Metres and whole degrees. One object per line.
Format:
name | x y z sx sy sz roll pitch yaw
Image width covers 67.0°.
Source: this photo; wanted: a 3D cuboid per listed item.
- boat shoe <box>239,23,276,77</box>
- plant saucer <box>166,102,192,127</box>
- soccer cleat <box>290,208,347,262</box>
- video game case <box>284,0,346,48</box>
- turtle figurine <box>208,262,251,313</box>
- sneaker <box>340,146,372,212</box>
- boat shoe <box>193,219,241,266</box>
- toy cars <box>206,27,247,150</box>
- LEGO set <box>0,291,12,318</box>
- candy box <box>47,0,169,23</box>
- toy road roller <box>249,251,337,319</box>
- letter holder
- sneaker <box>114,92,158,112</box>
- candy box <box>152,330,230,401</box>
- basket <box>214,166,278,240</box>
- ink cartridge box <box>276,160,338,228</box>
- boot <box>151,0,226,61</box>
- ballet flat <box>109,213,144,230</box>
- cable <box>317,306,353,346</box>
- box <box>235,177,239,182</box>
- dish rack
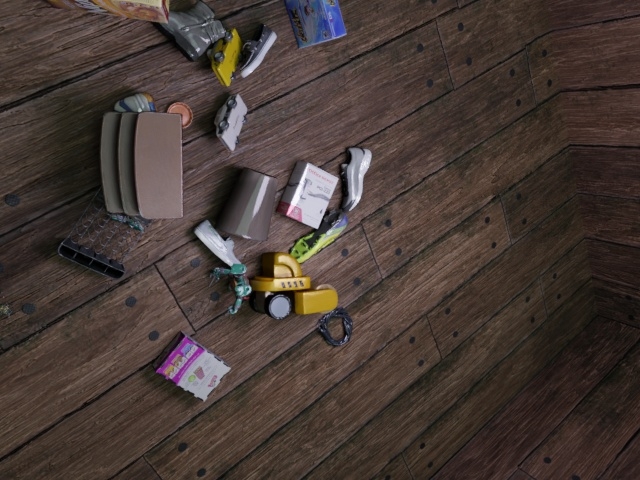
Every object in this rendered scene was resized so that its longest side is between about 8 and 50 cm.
boat shoe | -0.224 -0.644 1.625 0.076 0.080 0.228 42 62 -29
plant saucer | -0.466 -0.413 1.598 0.084 0.013 0.083 -7 104 -30
soccer cleat | 0.001 0.000 1.930 0.289 0.093 0.121 -44 142 -9
video game case | -0.037 -0.803 1.626 0.061 0.244 0.269 -28 114 -21
turtle figurine | -0.312 0.161 1.736 0.118 0.234 0.175 -31 88 -29
sneaker | 0.121 -0.245 1.949 0.108 0.100 0.271 13 91 -18
boat shoe | -0.350 0.017 1.728 0.081 0.079 0.227 -47 117 -9
toy cars | -0.321 -0.500 1.615 0.176 0.087 0.393 -34 126 -66
LEGO set | -0.952 0.193 1.449 0.054 0.023 0.083 -5 91 -32
candy box | -0.584 -0.676 1.314 0.317 0.183 0.087 3 100 -12
toy road roller | -0.107 0.161 1.842 0.330 0.203 0.240 -1 92 -29
letter holder | -0.522 -0.219 1.406 0.215 0.152 0.301 -3 102 -26
sneaker | -0.553 -0.309 1.533 0.131 0.112 0.296 -17 108 -9
candy box | -0.468 0.460 1.767 0.159 0.071 0.233 -51 120 -12
basket | -0.244 -0.131 1.700 0.205 0.154 0.226 12 100 -39
ink cartridge box | -0.049 -0.174 1.857 0.159 0.092 0.217 23 87 -33
boot | -0.424 -0.694 1.500 0.246 0.083 0.161 45 80 -20
ballet flat | -0.623 -0.069 1.572 0.114 0.041 0.041 27 87 -33
cable | 0.073 0.374 2.091 0.150 0.047 0.184 -47 118 -19
box | -0.264 -0.201 1.764 0.083 0.018 0.067 -16 109 -27
dish rack | -0.653 -0.032 1.510 0.208 0.074 0.271 32 101 -32
